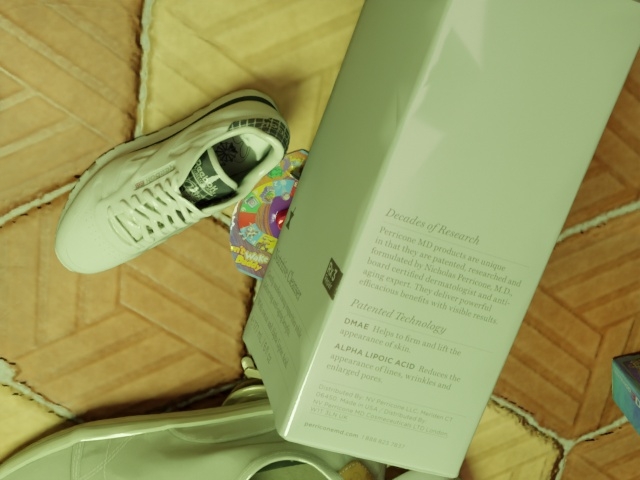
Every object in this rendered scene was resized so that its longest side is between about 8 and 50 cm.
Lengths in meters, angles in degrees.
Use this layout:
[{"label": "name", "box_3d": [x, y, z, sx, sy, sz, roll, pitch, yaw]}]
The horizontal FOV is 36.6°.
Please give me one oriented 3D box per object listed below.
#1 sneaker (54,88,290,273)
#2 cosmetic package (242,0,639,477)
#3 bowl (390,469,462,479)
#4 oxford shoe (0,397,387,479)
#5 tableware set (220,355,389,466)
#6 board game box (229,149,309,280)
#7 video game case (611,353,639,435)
[{"label": "sneaker", "box_3d": [-0.131, -0.042, 0.820, 0.235, 0.095, 0.090, -35, 118, 8]}, {"label": "cosmetic package", "box_3d": [0.080, -0.039, 0.770, 0.156, 0.217, 0.385, 15, 101, -17]}, {"label": "bowl", "box_3d": [0.100, 0.311, 1.038, 0.142, 0.053, 0.142, -28, 135, 3]}, {"label": "oxford shoe", "box_3d": [-0.150, 0.256, 0.924, 0.449, 0.130, 0.169, -13, 125, 7]}, {"label": "tableware set", "box_3d": [-0.007, 0.182, 0.984, 0.194, 0.039, 0.128, 17, 123, -12]}, {"label": "board game box", "box_3d": [0.000, 0.000, 0.900, 0.168, 0.033, 0.133, 25, 108, -20]}, {"label": "video game case", "box_3d": [0.456, 0.186, 0.945, 0.244, 0.269, 0.061, -11, 119, -5]}]
